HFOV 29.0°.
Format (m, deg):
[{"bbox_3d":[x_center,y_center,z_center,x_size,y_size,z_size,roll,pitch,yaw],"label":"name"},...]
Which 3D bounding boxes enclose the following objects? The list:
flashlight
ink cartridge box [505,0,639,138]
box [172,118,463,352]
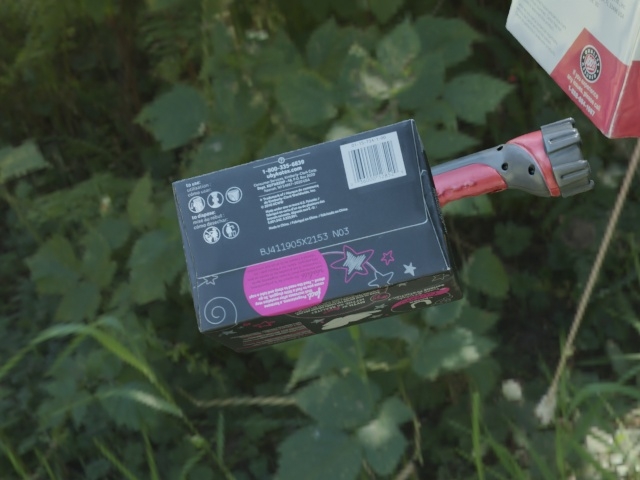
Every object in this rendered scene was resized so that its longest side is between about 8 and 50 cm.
[{"bbox_3d":[0.211,-0.073,1.677,0.304,0.103,0.103,-18,1,12],"label":"flashlight"},{"bbox_3d":[0.353,-0.337,1.277,0.160,0.384,0.279,-1,35,-16],"label":"ink cartridge box"},{"bbox_3d":[0.000,0.000,1.231,0.247,0.142,0.163,-14,73,7],"label":"box"}]
